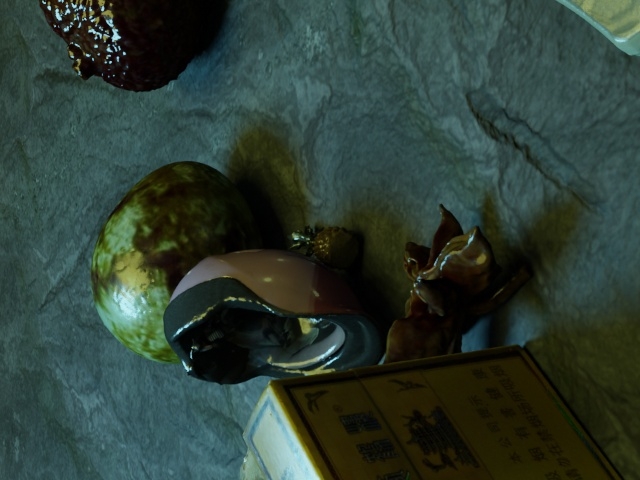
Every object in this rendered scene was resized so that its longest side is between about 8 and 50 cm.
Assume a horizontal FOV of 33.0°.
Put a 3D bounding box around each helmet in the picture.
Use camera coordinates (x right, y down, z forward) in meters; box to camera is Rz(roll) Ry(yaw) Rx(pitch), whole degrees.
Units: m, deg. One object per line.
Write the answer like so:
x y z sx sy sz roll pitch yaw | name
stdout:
-0.063 0.082 1.301 0.198 0.253 0.154 71 -174 -55 | helmet

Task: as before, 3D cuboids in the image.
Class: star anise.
0.123 0.068 1.118 0.196 0.111 0.212 -61 9 -13 | star anise

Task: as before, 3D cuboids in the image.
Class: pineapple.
0.000 0.000 1.360 0.124 0.058 0.058 24 110 58 | pineapple

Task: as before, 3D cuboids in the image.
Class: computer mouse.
0.262 -0.233 0.962 0.181 0.056 0.089 50 132 32 | computer mouse

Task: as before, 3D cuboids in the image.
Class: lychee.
-0.289 -0.352 1.620 0.260 0.260 0.260 1 92 56 | lychee

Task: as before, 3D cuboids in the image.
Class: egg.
-0.189 0.026 1.481 0.238 0.238 0.289 -21 54 54 | egg

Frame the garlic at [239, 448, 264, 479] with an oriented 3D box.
-0.040 0.289 1.382 0.159 0.102 0.147 -66 26 14 | garlic

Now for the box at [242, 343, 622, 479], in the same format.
0.106 0.204 0.980 0.193 0.301 0.084 56 136 38 | box
